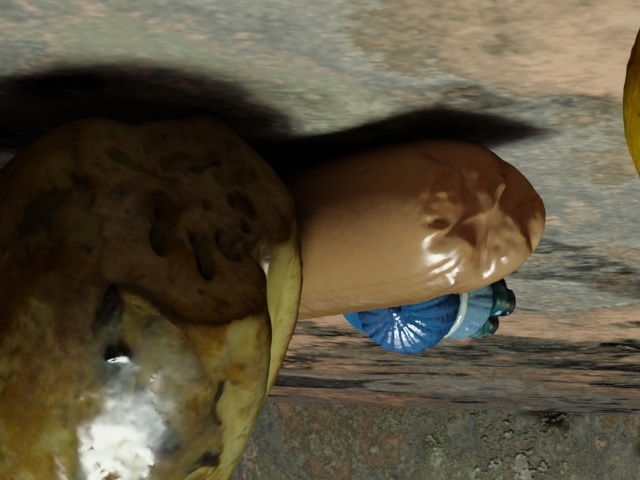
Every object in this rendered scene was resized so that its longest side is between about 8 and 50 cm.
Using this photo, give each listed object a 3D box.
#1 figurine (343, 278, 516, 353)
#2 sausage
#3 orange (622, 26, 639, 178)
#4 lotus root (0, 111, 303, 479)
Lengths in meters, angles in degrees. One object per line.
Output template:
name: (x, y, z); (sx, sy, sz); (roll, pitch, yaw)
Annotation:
figurine: (0.082, 0.049, 1.118); (0.149, 0.087, 0.086); (12, 129, -47)
sausage: (-0.001, 0.000, 0.814); (0.086, 0.086, 0.289); (10, 169, -34)
orange: (0.167, -0.032, 0.458); (0.157, 0.134, 0.156); (18, 173, 2)
lotus root: (-0.108, 0.075, 0.759); (0.193, 0.193, 0.291); (7, 138, -25)
